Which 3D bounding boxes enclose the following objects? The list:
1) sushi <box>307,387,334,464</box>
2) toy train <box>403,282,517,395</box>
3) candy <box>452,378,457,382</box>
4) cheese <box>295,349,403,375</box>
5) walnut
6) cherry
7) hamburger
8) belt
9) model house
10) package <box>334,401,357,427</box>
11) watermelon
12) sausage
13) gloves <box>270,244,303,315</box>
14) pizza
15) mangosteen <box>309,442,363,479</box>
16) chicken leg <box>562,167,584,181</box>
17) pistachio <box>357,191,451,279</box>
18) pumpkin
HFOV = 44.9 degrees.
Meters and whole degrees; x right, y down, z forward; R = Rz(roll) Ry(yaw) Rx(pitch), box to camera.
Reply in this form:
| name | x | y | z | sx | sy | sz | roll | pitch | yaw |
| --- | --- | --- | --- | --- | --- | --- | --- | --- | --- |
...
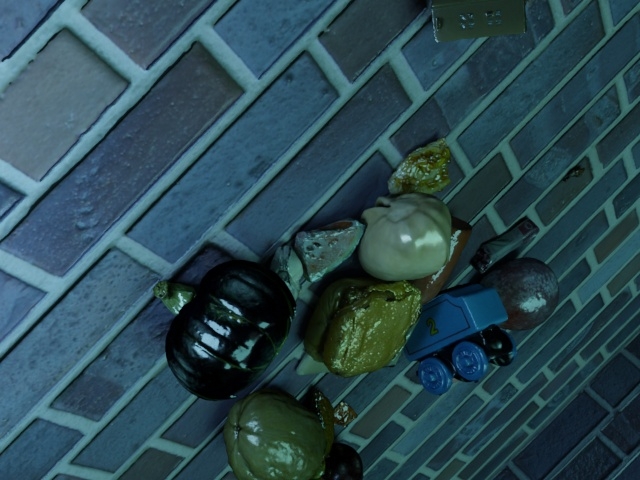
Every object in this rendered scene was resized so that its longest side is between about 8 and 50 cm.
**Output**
| name | x | y | z | sx | sy | sz | roll | pitch | yaw |
| --- | --- | --- | --- | --- | --- | --- | --- | --- | --- |
| sushi | -0.037 | 0.552 | 2.139 | 0.140 | 0.149 | 0.287 | 11 | 123 | -45 |
| toy train | 0.366 | 0.267 | 2.129 | 0.188 | 0.265 | 0.300 | -12 | 163 | -41 |
| candy | 0.436 | 0.348 | 2.443 | 0.255 | 0.094 | 0.255 | -27 | 141 | -24 |
| cheese | 0.093 | 0.323 | 2.142 | 0.400 | 0.034 | 0.085 | 3 | 119 | -46 |
| walnut | -0.122 | 0.504 | 1.946 | 0.283 | 0.227 | 0.283 | 1 | 88 | -50 |
| cherry | 0.600 | 0.163 | 2.323 | 0.285 | 0.213 | 0.236 | -6 | 122 | -29 |
| hamburger | 0.113 | 0.200 | 1.930 | 0.318 | 0.158 | 0.319 | -25 | 140 | -23 |
| belt | 0.537 | 0.011 | 2.247 | 0.232 | 0.053 | 0.071 | -32 | 150 | -16 |
| model house | 0.298 | -0.512 | 1.451 | 0.176 | 0.180 | 0.248 | -58 | 144 | -67 |
| package | 0.069 | 0.530 | 2.320 | 0.077 | 0.033 | 0.111 | -37 | 140 | 6 |
| watermelon | 0.000 | 0.000 | 1.709 | 0.187 | 0.071 | 0.139 | -46 | 138 | 15 |
| sausage | 0.292 | 0.058 | 2.009 | 0.113 | 0.113 | 0.259 | 3 | 122 | -46 |
| gloves | -0.080 | 0.086 | 1.685 | 0.114 | 0.070 | 0.153 | -73 | 168 | -47 |
| pizza | 0.253 | -0.166 | 1.790 | 0.182 | 0.062 | 0.161 | 2 | 122 | -43 |
| mangosteen | 0.023 | 0.700 | 2.341 | 0.217 | 0.192 | 0.192 | 20 | 116 | -12 |
| chicken leg | 0.745 | -0.197 | 2.270 | 0.083 | 0.021 | 0.036 | -22 | 148 | -27 |
| pistachio | 0.188 | 0.000 | 1.757 | 0.193 | 0.214 | 0.318 | -44 | 171 | -20 |
| pumpkin | -0.205 | 0.165 | 1.555 | 0.295 | 0.296 | 0.296 | -26 | 140 | -24 |
